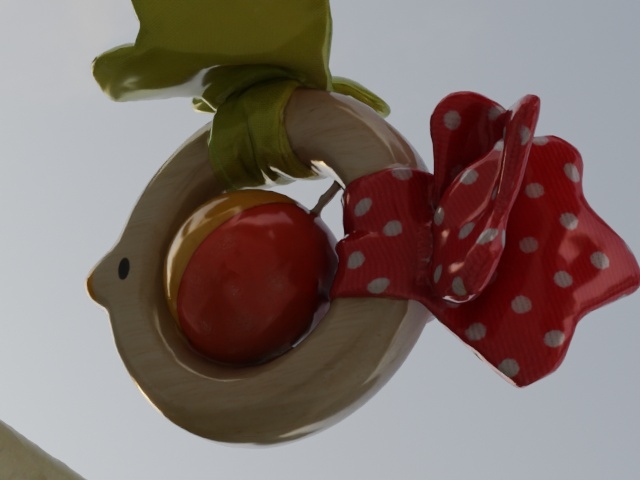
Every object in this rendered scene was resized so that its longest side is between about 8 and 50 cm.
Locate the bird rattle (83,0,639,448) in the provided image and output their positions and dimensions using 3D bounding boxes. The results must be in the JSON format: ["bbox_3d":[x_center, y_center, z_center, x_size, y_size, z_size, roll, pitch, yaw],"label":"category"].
[{"bbox_3d":[0.000,0.000,0.655,0.253,0.143,0.207,42,-83,29],"label":"bird rattle"}]

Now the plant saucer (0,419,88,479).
[{"bbox_3d":[-0.092,0.247,0.597,0.081,0.333,0.332,-25,-117,2],"label":"plant saucer"}]
